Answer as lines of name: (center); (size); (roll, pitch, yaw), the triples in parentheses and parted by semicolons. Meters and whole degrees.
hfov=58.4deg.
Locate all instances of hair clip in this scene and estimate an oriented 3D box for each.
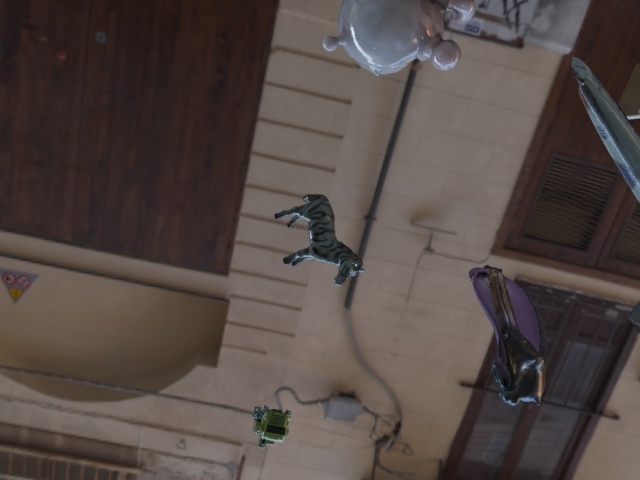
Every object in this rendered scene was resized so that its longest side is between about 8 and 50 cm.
hair clip: (0.345, 0.149, 1.024); (0.110, 0.096, 0.359); (-14, -157, 14)

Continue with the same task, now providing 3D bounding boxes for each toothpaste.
toothpaste: (0.348, -0.106, 0.650); (0.239, 0.039, 0.062); (47, -141, -20)

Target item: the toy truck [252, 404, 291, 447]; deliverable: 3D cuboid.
toy truck: (-0.134, 0.484, 1.478); (0.077, 0.100, 0.169); (16, 159, -15)

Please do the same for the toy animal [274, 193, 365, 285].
toy animal: (-0.013, 0.012, 1.381); (0.255, 0.170, 0.090); (61, -164, 19)

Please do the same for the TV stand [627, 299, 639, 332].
TV stand: (0.657, 0.170, 0.935); (0.088, 0.083, 0.269); (41, 175, -31)

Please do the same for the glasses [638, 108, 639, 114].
glasses: (0.373, -0.137, 0.429); (0.255, 0.162, 0.095); (12, -142, 46)

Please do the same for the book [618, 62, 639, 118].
book: (0.546, -0.237, 0.866); (0.012, 0.118, 0.172); (41, 162, -30)

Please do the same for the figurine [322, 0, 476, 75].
figurine: (0.127, -0.299, 0.728); (0.182, 0.256, 0.144); (53, -168, -1)
